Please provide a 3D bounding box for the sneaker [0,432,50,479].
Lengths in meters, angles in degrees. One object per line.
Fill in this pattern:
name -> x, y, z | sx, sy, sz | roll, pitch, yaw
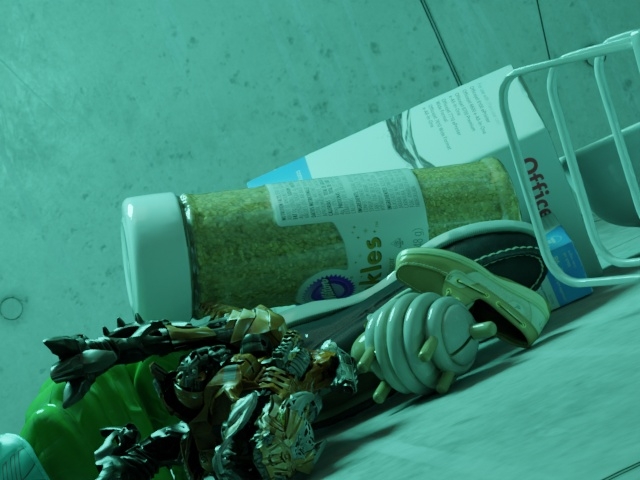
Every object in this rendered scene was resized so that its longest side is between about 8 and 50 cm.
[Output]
sneaker -> -0.281, 0.225, 1.220 | 0.178, 0.124, 0.295 | -34, -3, 8

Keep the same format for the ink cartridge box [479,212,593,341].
ink cartridge box -> 0.166, 0.046, 1.611 | 0.180, 0.060, 0.104 | -24, 17, 4

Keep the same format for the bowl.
bowl -> 0.413, -0.086, 1.806 | 0.298, 0.134, 0.298 | -25, -1, 0

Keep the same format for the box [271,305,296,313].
box -> 0.076, 0.069, 1.940 | 0.232, 0.127, 0.148 | -24, 0, -17

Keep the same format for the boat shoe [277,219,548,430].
boat shoe -> 0.077, 0.081, 1.414 | 0.302, 0.114, 0.091 | -27, 40, -9

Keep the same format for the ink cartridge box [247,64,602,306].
ink cartridge box -> 0.112, -0.012, 1.711 | 0.307, 0.223, 0.129 | -24, 40, 5

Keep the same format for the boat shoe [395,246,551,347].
boat shoe -> 0.121, 0.047, 1.344 | 0.050, 0.135, 0.045 | 97, -163, -52

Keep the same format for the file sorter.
file sorter -> 0.300, -0.090, 1.296 | 0.277, 0.193, 0.173 | -23, 9, -40

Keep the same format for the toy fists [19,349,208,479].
toy fists -> -0.165, 0.160, 1.454 | 0.096, 0.142, 0.279 | -24, -1, 29

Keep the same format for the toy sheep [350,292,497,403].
toy sheep -> 0.082, 0.083, 1.303 | 0.132, 0.091, 0.091 | -8, 8, 32

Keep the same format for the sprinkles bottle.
sprinkles bottle -> 0.000, 0.000, 1.492 | 0.355, 0.121, 0.121 | -7, -4, -10

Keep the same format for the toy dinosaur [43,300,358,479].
toy dinosaur -> -0.079, 0.121, 1.266 | 0.218, 0.164, 0.322 | -17, -3, 0
